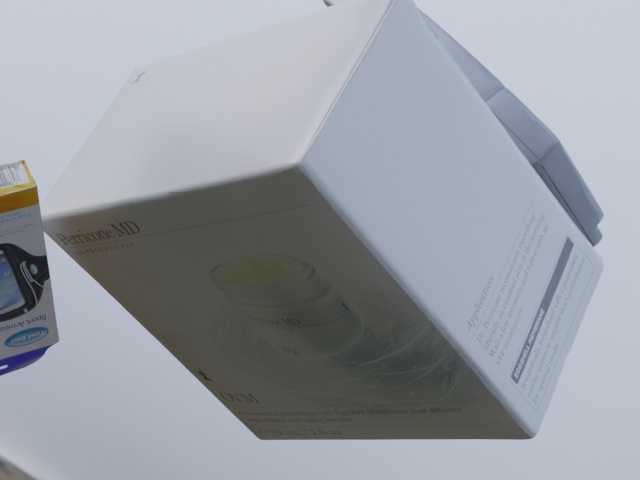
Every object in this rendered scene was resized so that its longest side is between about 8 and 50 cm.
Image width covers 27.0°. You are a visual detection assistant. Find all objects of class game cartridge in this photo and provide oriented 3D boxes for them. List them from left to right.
[{"bbox_3d":[0.117,-0.121,1.156,0.294,0.060,0.196,48,-1,37],"label":"game cartridge"}]

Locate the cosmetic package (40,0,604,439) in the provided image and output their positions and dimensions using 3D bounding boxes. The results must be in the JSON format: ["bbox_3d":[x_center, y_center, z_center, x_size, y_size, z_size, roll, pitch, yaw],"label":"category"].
[{"bbox_3d":[0.000,0.000,0.771,0.224,0.138,0.224,-9,-49,44],"label":"cosmetic package"}]

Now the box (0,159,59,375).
[{"bbox_3d":[-0.188,0.023,0.719,0.136,0.081,0.028,95,-27,-45],"label":"box"}]
